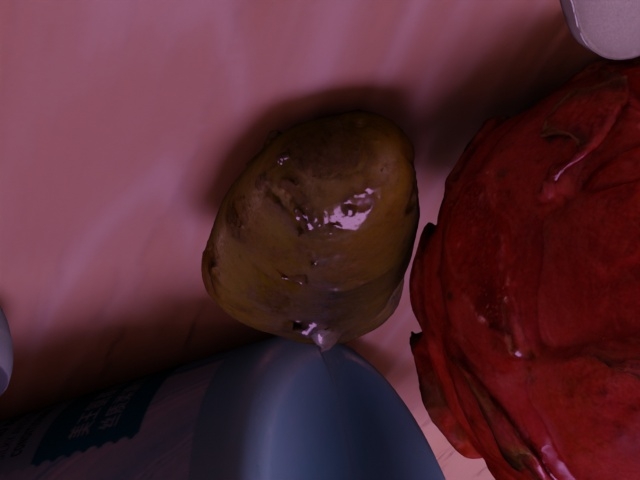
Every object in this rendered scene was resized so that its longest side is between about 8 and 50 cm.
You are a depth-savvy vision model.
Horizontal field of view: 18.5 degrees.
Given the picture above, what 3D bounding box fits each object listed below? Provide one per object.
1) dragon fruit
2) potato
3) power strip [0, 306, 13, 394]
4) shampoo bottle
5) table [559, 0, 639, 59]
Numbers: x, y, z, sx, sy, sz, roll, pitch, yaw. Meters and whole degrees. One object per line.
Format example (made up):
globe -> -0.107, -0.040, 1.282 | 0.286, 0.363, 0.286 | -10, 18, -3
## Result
dragon fruit -> 0.156, 0.032, 0.905 | 0.241, 0.241, 0.252 | 0, 131, -24
potato -> 0.000, 0.000, 0.953 | 0.105, 0.085, 0.188 | -6, 155, -15
power strip -> -0.235, 0.060, 1.064 | 0.137, 0.044, 0.216 | -5, 160, -13
shampoo bottle -> -0.106, 0.255, 1.232 | 0.342, 0.331, 0.331 | -19, 158, 23
table -> 0.115, -0.129, 0.569 | 0.198, 0.166, 0.166 | 19, 147, -38
